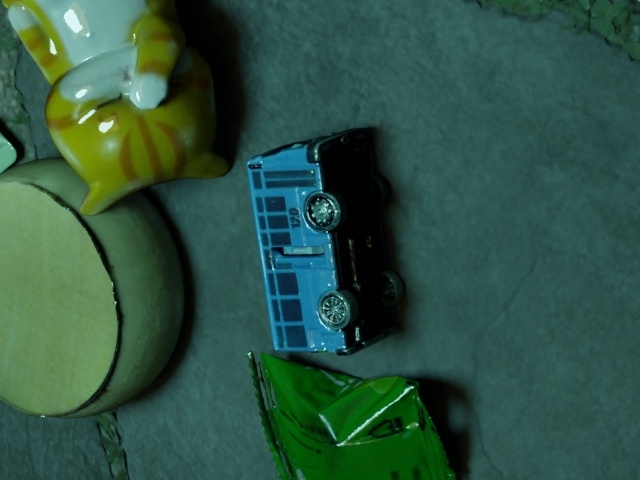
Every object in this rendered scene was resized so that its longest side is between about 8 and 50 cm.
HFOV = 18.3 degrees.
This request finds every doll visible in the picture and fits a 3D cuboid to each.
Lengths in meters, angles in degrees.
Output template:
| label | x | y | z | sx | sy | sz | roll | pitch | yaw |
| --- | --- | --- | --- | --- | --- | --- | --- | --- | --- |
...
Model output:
| label | x | y | z | sx | sy | sz | roll | pitch | yaw |
| --- | --- | --- | --- | --- | --- | --- | --- | --- | --- |
| doll | -0.186 | -0.172 | 1.750 | 0.166 | 0.162 | 0.270 | -17 | 85 | 0 |

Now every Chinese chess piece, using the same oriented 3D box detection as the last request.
| label | x | y | z | sx | sy | sz | roll | pitch | yaw |
| --- | --- | --- | --- | --- | --- | --- | --- | --- | --- |
| Chinese chess piece | -0.245 | 0.045 | 1.880 | 0.249 | 0.103 | 0.250 | 10 | 108 | 33 |

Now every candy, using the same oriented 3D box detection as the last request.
| label | x | y | z | sx | sy | sz | roll | pitch | yaw |
| --- | --- | --- | --- | --- | --- | --- | --- | --- | --- |
| candy | 0.022 | 0.173 | 1.745 | 0.203 | 0.078 | 0.141 | 5 | 104 | 39 |

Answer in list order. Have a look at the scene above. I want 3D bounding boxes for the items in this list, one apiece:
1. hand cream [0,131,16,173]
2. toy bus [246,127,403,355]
| label | x | y | z | sx | sy | sz | roll | pitch | yaw |
| --- | --- | --- | --- | --- | --- | --- | --- | --- | --- |
| hand cream | -0.425 | -0.173 | 1.968 | 0.147 | 0.093 | 0.306 | -35 | 91 | 35 |
| toy bus | 0.000 | 0.000 | 1.706 | 0.106 | 0.090 | 0.185 | -1 | 102 | 37 |
